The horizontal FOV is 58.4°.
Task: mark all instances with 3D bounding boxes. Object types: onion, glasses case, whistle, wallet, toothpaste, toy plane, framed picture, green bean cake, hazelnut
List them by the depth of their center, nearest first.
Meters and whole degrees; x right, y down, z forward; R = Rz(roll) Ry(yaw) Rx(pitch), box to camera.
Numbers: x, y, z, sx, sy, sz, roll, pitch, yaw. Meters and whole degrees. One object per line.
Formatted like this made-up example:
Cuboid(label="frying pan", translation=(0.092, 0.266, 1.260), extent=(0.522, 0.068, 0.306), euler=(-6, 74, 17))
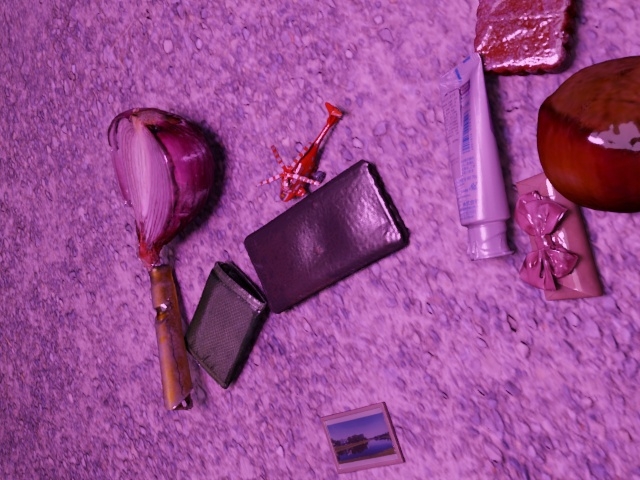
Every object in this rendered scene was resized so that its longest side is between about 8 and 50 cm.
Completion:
Cuboid(label="hazelnut", translation=(0.379, -0.119, 0.717), extent=(0.208, 0.208, 0.208), euler=(2, 94, 35))
Cuboid(label="glasses case", translation=(0.320, -0.005, 0.818), extent=(0.102, 0.070, 0.193), euler=(-16, 83, 36))
Cuboid(label="green bean cake", translation=(0.294, -0.307, 0.826), extent=(0.135, 0.056, 0.135), euler=(9, 98, 36))
Cuboid(label="toothpaste", translation=(0.234, -0.121, 0.869), extent=(0.114, 0.073, 0.299), euler=(161, 101, -72))
Cuboid(label="framed picture", translation=(0.074, 0.363, 1.049), extent=(0.149, 0.011, 0.109), euler=(-26, 78, 34))
Cuboid(label="toy plane", translation=(-0.028, -0.160, 1.054), extent=(0.126, 0.077, 0.194), euler=(20, 96, 29))
Cuboid(label="wallet", translation=(0.000, 0.000, 1.061), extent=(0.321, 0.044, 0.170), euler=(-31, 76, 29))
Cuboid(label="wallet", translation=(-0.203, 0.178, 1.205), extent=(0.160, 0.055, 0.236), euler=(41, 119, 31))
Cuboid(label="onion", translation=(-0.319, -0.113, 1.217), extent=(0.267, 0.159, 0.348), euler=(36, 131, 38))
Cuboid(label="whistle", translation=(-0.325, 0.208, 1.249), extent=(0.057, 0.068, 0.326), euler=(-27, 65, 25))
